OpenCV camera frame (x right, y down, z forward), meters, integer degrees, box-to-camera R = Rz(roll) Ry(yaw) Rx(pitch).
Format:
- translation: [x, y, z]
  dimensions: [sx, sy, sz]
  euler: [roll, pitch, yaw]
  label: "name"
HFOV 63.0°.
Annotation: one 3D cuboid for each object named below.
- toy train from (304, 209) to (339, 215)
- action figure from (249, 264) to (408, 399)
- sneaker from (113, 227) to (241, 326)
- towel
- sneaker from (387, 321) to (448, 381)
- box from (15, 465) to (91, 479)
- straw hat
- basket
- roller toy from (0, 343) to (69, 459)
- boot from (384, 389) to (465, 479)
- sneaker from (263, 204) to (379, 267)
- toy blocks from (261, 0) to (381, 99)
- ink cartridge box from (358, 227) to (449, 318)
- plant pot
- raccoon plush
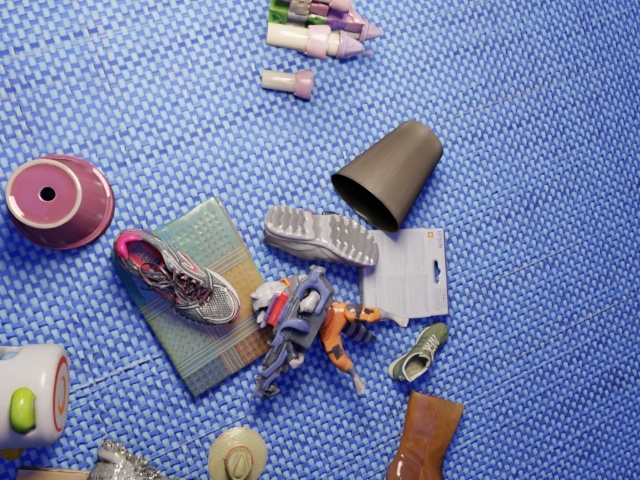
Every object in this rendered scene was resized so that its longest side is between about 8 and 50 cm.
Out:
- translation: [-0.029, -0.056, 1.241]
  dimensions: [0.158, 0.027, 0.036]
  euler: [0, 86, -15]
  label: "toy train"
- translation: [-0.022, 0.210, 1.170]
  dimensions: [0.330, 0.178, 0.341]
  euler: [32, 106, -9]
  label: "action figure"
- translation: [-0.300, 0.086, 1.082]
  dimensions: [0.299, 0.112, 0.121]
  euler: [34, 80, -13]
  label: "sneaker"
- translation: [-0.260, 0.124, 1.171]
  dimensions: [0.271, 0.040, 0.370]
  euler: [-30, 97, -14]
  label: "towel"
- translation: [0.255, 0.277, 1.271]
  dimensions: [0.192, 0.086, 0.064]
  euler: [-40, 97, -13]
  label: "sneaker"
- translation: [-0.558, 0.578, 1.082]
  dimensions: [0.164, 0.021, 0.201]
  euler: [11, 85, -14]
  label: "box"
- translation: [-0.181, 0.498, 1.162]
  dimensions: [0.144, 0.061, 0.145]
  euler: [1, 88, -14]
  label: "straw hat"
- translation: [0.175, -0.163, 1.238]
  dimensions: [0.204, 0.154, 0.227]
  euler: [40, 74, 12]
  label: "basket"
- translation: [-0.575, 0.299, 1.003]
  dimensions: [0.146, 0.209, 0.191]
  euler: [0, 49, -15]
  label: "roller toy"
- translation: [0.298, 0.538, 1.290]
  dimensions: [0.264, 0.096, 0.281]
  euler: [23, 75, -5]
  label: "boot"
- translation: [0.000, 0.000, 1.209]
  dimensions: [0.281, 0.115, 0.105]
  euler: [19, 57, -9]
  label: "sneaker"
- translation: [0.018, -0.496, 1.140]
  dimensions: [0.259, 0.288, 0.309]
  euler: [6, 84, -8]
  label: "toy blocks"
- translation: [0.202, 0.082, 1.286]
  dimensions: [0.223, 0.045, 0.224]
  euler: [-2, 88, -14]
  label: "ink cartridge box"
- translation: [-0.525, -0.082, 1.036]
  dimensions: [0.201, 0.180, 0.202]
  euler: [1, 87, -14]
  label: "plant pot"
- translation: [-0.265, 0.531, 1.082]
  dimensions: [0.446, 0.299, 0.216]
  euler: [3, 127, -45]
  label: "raccoon plush"
